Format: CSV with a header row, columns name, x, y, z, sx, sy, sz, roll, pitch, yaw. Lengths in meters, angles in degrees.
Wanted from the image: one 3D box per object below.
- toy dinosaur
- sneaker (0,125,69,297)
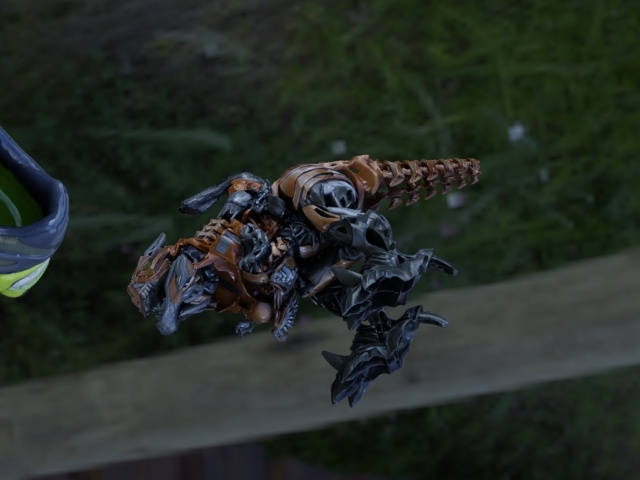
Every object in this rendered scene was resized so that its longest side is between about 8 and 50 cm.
name,x,y,z,sx,sy,sz,roll,pitch,yaw
toy dinosaur,0.000,0.000,1.657,0.218,0.322,0.164,50,-4,30
sneaker,-0.283,-0.077,1.235,0.300,0.121,0.111,32,60,-18
